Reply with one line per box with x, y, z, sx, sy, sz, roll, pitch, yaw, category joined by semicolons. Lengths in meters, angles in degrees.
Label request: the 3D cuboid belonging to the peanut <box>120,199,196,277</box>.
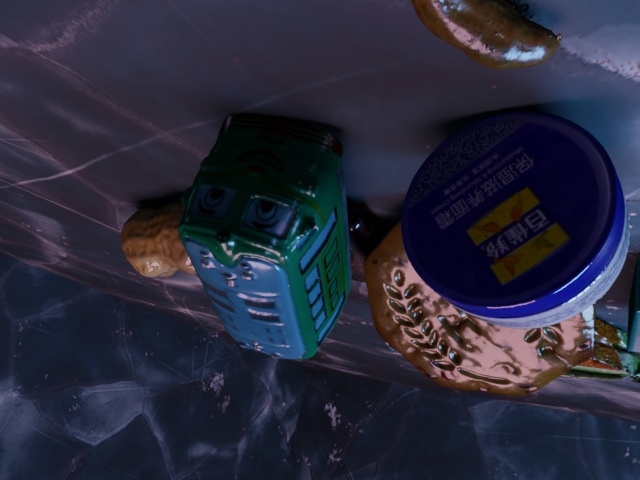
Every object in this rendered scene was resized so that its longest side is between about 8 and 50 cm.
-0.286;-0.001;1.027;0.313;0.149;0.149;-5;153;42;peanut

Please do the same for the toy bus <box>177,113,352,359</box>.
-0.067;0.021;0.736;0.183;0.200;0.344;14;147;16;toy bus

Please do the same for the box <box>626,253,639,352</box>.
0.560;0.110;0.806;0.153;0.092;0.245;5;158;28;box

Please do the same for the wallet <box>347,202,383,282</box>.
0.000;0.000;0.944;0.262;0.072;0.221;9;162;33;wallet

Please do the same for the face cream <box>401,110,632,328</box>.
0.196;-0.017;0.537;0.205;0.206;0.111;-2;159;39;face cream

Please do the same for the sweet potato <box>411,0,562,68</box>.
0.099;-0.179;0.392;0.182;0.053;0.054;27;-164;-26;sweet potato

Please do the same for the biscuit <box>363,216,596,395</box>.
0.228;0.097;0.795;0.358;0.046;0.360;14;126;20;biscuit

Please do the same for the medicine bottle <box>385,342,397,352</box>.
0.241;0.192;1.198;0.135;0.135;0.168;28;158;-35;medicine bottle

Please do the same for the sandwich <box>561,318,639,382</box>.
0.507;0.214;1.123;0.212;0.109;0.292;33;152;-28;sandwich
